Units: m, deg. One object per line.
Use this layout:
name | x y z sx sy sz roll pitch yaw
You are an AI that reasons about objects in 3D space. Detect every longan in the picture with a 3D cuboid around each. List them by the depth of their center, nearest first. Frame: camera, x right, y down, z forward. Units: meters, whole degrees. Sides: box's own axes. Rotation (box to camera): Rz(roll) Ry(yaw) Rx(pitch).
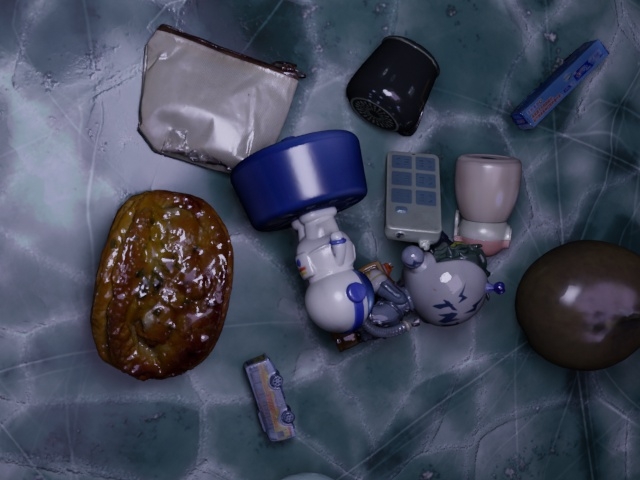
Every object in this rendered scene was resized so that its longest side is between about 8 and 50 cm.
longan | 0.609 0.146 1.929 0.319 0.319 0.318 -1 94 -18

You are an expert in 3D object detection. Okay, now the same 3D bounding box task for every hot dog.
hot dog | -0.319 0.093 1.687 0.267 0.174 0.387 10 90 -21

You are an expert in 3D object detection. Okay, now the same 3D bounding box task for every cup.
cup | 0.169 -0.326 1.838 0.176 0.169 0.223 -61 142 -13

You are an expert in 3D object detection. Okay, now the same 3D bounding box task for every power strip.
power strip | 0.198 -0.094 1.820 0.118 0.046 0.270 7 48 -2

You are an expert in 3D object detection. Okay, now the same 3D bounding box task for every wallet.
wallet | -0.217 -0.288 1.754 0.336 0.068 0.274 17 85 -12

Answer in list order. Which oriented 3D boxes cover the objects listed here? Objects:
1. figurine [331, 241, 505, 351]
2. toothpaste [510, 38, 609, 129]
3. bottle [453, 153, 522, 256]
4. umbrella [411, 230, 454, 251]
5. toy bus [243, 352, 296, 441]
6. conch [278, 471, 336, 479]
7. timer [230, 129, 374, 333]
figurine | 0.199 0.119 1.844 0.382 0.261 0.186 -19 65 3
toothpaste | 0.565 -0.368 1.996 0.272 0.066 0.053 -43 106 -10
bottle | 0.376 -0.074 1.922 0.148 0.147 0.236 -2 102 -18
umbrella | 0.295 0.030 1.949 0.248 0.071 0.070 36 83 -24
toy bus | -0.108 0.343 1.834 0.075 0.064 0.190 -18 99 -10
conch | -0.024 0.594 1.849 0.185 0.121 0.221 -44 98 -6
timer | 0.000 0.000 1.675 0.271 0.270 0.383 -16 83 -16
